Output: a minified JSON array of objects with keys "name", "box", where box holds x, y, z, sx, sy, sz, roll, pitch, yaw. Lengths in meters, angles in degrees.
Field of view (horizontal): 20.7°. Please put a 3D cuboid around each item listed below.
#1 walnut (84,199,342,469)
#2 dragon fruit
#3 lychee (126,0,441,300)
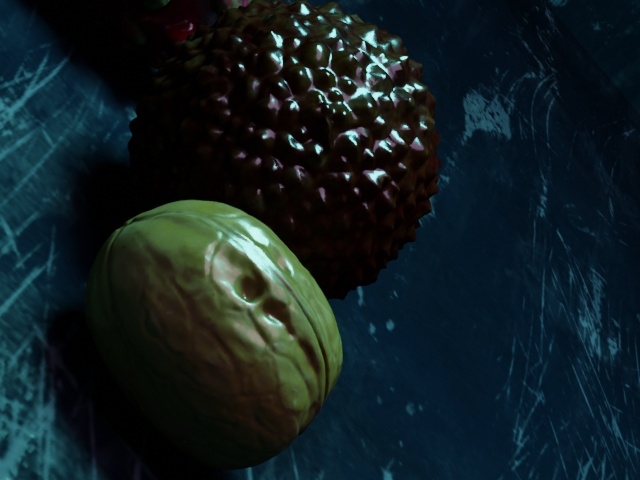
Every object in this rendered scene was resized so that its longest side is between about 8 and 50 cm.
[{"name":"walnut","box":[-0.076,0.063,1.258,0.197,0.165,0.165,58,19,-4]},{"name":"dragon fruit","box":[-0.171,-0.278,1.638,0.273,0.198,0.218,34,20,32]},{"name":"lychee","box":[-0.028,-0.070,1.446,0.264,0.264,0.300,51,17,-2]}]
